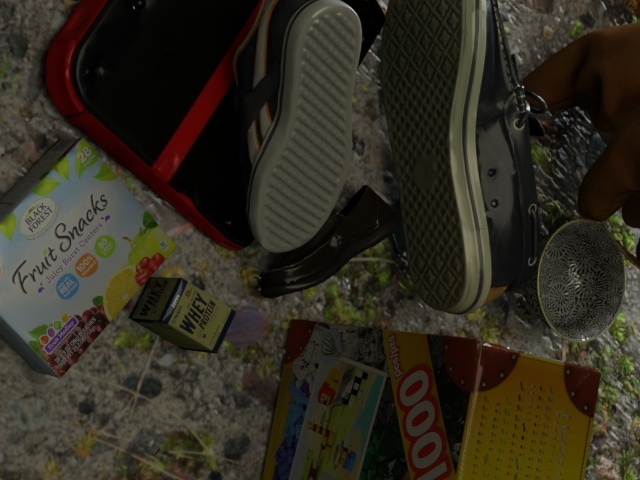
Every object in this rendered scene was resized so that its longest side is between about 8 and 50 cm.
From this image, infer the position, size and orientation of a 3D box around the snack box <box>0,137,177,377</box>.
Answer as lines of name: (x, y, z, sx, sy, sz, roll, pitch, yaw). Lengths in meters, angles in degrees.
snack box: (-0.288, 0.018, 1.658, 0.207, 0.070, 0.174, -50, 117, -25)

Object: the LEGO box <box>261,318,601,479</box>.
LEGO box: (0.094, 0.361, 1.746, 0.193, 0.372, 0.500, 15, 82, -34)

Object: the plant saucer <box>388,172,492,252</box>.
plant saucer: (0.157, -0.056, 1.997, 0.192, 0.018, 0.067, -32, 108, -29)

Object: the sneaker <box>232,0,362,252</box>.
sneaker: (-0.035, -0.148, 1.758, 0.126, 0.127, 0.321, -6, 122, -33)

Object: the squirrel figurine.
squirrel figurine: (0.515, -0.124, 1.965, 0.281, 0.397, 0.370, 27, 39, -38)

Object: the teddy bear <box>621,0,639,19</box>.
teddy bear: (0.493, -0.396, 2.185, 0.245, 0.113, 0.338, -38, 104, -36)

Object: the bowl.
bowl: (0.338, 0.055, 2.085, 0.170, 0.080, 0.170, 0, 90, -34)

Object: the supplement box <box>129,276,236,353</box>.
supplement box: (-0.160, 0.086, 1.739, 0.083, 0.083, 0.056, 34, 71, -29)

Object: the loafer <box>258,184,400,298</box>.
loafer: (0.000, 0.000, 1.861, 0.220, 0.080, 0.078, -34, 99, -35)

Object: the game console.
game console: (-0.117, -0.233, 1.790, 0.342, 0.060, 0.386, 43, 68, -33)

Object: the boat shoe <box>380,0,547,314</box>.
boat shoe: (0.190, -0.159, 1.913, 0.156, 0.187, 0.500, -8, 95, -33)
